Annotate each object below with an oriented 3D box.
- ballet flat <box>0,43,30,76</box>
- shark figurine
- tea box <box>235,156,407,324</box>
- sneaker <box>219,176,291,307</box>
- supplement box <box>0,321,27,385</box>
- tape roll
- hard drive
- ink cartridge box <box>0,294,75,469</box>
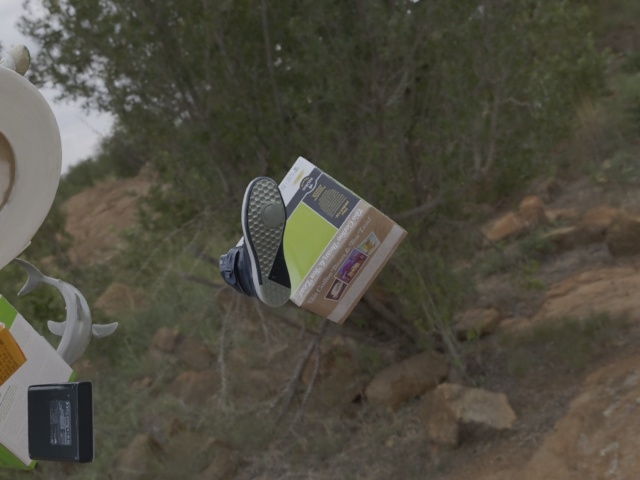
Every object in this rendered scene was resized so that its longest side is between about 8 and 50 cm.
[{"bbox_3d":[-0.678,-0.374,1.674,0.052,0.057,0.168,-32,4,-36],"label":"ballet flat"},{"bbox_3d":[-0.554,0.134,1.675,0.166,0.278,0.116,-22,-30,-24],"label":"shark figurine"},{"bbox_3d":[0.000,0.000,2.155,0.323,0.220,0.329,40,96,40],"label":"tea box"},{"bbox_3d":[-0.127,-0.003,1.373,0.086,0.226,0.163,-9,11,-30],"label":"sneaker"},{"bbox_3d":[-0.462,0.190,0.897,0.078,0.080,0.233,17,51,30],"label":"supplement box"},{"bbox_3d":[-0.438,-0.079,0.869,0.100,0.286,0.286,25,39,25],"label":"tape roll"},{"bbox_3d":[-0.323,0.224,0.946,0.135,0.094,0.022,-13,-12,43],"label":"hard drive"},{"bbox_3d":[-0.529,0.230,1.250,0.097,0.255,0.189,1,51,17],"label":"ink cartridge box"}]
